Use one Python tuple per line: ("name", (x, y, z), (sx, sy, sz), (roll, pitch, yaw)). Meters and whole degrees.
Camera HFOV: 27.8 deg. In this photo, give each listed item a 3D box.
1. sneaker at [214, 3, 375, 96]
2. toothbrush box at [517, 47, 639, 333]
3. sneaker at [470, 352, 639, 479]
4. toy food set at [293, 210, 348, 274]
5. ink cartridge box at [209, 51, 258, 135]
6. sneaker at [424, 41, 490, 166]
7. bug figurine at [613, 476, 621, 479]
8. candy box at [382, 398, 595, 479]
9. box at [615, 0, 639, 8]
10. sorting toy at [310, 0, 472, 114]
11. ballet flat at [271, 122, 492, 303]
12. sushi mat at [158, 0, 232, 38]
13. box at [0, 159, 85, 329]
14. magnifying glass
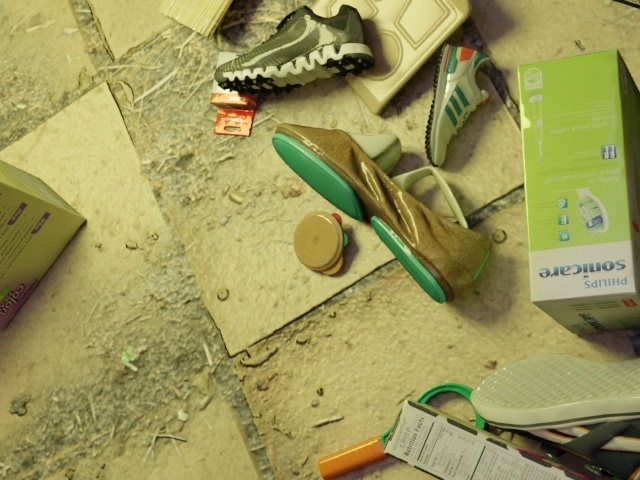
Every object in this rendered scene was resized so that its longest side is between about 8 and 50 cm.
("sneaker", (-0.037, -0.263, 1.761), (0.234, 0.078, 0.106), (-9, 74, 24))
("toothbrush box", (0.316, -0.049, 1.499), (0.122, 0.206, 0.283), (-6, 74, 22))
("sneaker", (0.313, 0.206, 1.467), (0.321, 0.126, 0.127), (-7, 117, 50))
("toy food set", (0.000, 0.000, 1.727), (0.083, 0.020, 0.082), (18, 99, 34))
("ink cartridge box", (-0.122, -0.208, 1.836), (0.063, 0.029, 0.115), (6, 79, 25))
("sneaker", (0.180, -0.172, 1.675), (0.075, 0.057, 0.161), (8, 92, -1))
("bug figurine", (0.401, 0.363, 1.429), (0.216, 0.072, 0.279), (22, 87, 27))
("candy box", (0.203, 0.263, 1.481), (0.233, 0.159, 0.071), (23, 87, 20))
("box", (0.387, -0.447, 1.652), (0.216, 0.060, 0.270), (24, 87, 28))
("sorting toy", (0.090, -0.303, 1.742), (0.208, 0.038, 0.193), (-48, 62, 26))
("ballet flat", (0.088, -0.064, 1.670), (0.124, 0.116, 0.342), (-41, 63, -13))
("sushi mat", (-0.120, -0.447, 1.880), (0.151, 0.019, 0.316), (32, 91, 49))
("box", (-0.495, -0.007, 1.833), (0.117, 0.243, 0.213), (39, 95, 28))
("magnifying glass", (0.103, 0.249, 1.623), (0.231, 0.026, 0.092), (-24, 69, 15))
